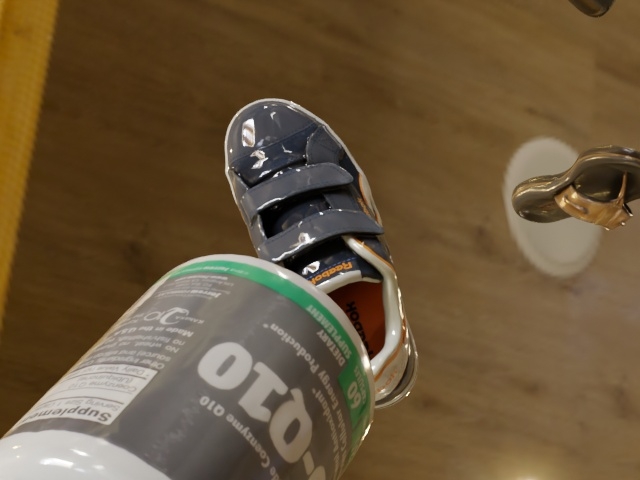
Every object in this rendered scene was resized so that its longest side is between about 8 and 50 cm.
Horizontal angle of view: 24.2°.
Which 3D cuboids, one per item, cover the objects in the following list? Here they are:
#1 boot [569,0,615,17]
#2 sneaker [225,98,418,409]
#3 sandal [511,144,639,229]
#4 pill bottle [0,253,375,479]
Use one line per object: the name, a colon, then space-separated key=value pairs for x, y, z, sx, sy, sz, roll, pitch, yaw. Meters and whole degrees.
boot: x=0.384 y=-0.381 z=1.709 sx=0.091 sy=0.263 sz=0.229 roll=45 pitch=-105 yaw=1
sneaker: x=0.000 y=0.000 z=1.377 sx=0.321 sy=0.126 sz=0.127 roll=63 pitch=-176 yaw=13
sandal: x=0.254 y=-0.038 z=1.410 sx=0.090 sy=0.219 sz=0.060 roll=20 pitch=-110 yaw=-26
pill bottle: x=-0.116 y=0.176 z=1.011 sx=0.204 sy=0.204 sz=0.361 roll=62 pitch=-146 yaw=-16
